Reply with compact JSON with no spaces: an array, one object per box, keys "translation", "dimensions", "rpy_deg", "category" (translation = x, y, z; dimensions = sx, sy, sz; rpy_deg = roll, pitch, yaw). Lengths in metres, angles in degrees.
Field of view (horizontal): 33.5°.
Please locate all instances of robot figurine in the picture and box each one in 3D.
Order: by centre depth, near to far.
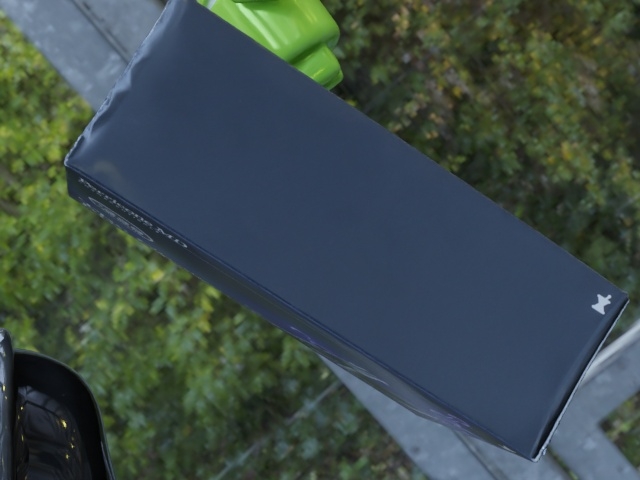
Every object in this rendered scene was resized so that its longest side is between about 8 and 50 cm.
[{"translation":[-0.033,-0.140,0.671],"dimensions":[0.067,0.115,0.101],"rpy_deg":[-36,-5,4],"category":"robot figurine"}]

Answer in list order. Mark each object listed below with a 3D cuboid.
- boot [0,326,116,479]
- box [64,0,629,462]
[{"translation":[-0.038,0.199,0.493],"dimensions":[0.260,0.348,0.131],"rpy_deg":[-6,-11,-28],"category":"boot"},{"translation":[0.000,0.000,0.571],"dimensions":[0.103,0.261,0.184],"rpy_deg":[-59,9,-11],"category":"box"}]
